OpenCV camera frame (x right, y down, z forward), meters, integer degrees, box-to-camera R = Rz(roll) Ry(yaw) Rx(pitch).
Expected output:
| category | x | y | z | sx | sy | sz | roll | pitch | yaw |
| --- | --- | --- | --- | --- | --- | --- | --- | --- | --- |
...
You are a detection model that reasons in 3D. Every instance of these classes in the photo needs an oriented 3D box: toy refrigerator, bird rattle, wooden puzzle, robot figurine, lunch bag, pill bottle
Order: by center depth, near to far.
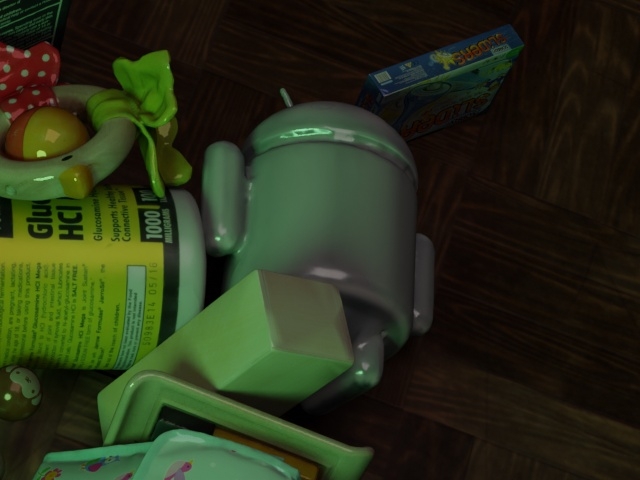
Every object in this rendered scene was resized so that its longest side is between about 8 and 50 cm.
| category | x | y | z | sx | sy | sz | roll | pitch | yaw |
| --- | --- | --- | --- | --- | --- | --- | --- | --- | --- |
| lunch bag | -0.156 | 0.290 | 1.574 | 0.160 | 0.262 | 0.223 | 61 | 34 | -29 |
| wooden puzzle | -0.093 | 0.231 | 1.684 | 0.239 | 0.221 | 0.044 | 18 | 45 | -7 |
| toy refrigerator | -0.096 | 0.130 | 1.706 | 0.102 | 0.269 | 0.094 | 12 | 53 | -38 |
| bird rattle | -0.259 | -0.116 | 1.737 | 0.253 | 0.143 | 0.207 | 13 | 40 | 18 |
| pill bottle | -0.292 | 0.034 | 1.763 | 0.334 | 0.188 | 0.188 | 1 | 59 | -17 |
| robot figurine | 0.000 | 0.000 | 1.867 | 0.300 | 0.200 | 0.353 | 28 | 51 | -31 |

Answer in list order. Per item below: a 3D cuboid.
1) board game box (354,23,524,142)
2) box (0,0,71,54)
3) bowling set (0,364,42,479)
| category | x | y | z | sx | sy | sz | roll | pitch | yaw |
| --- | --- | --- | --- | --- | --- | --- | --- | --- | --- |
| board game box | 0.127 | -0.169 | 2.050 | 0.201 | 0.136 | 0.035 | -22 | 67 | -27 |
| box | -0.421 | -0.249 | 1.836 | 0.296 | 0.294 | 0.183 | -28 | 71 | -30 |
| bowling set | -0.369 | 0.164 | 1.639 | 0.200 | 0.154 | 0.287 | -41 | 73 | 2 |
